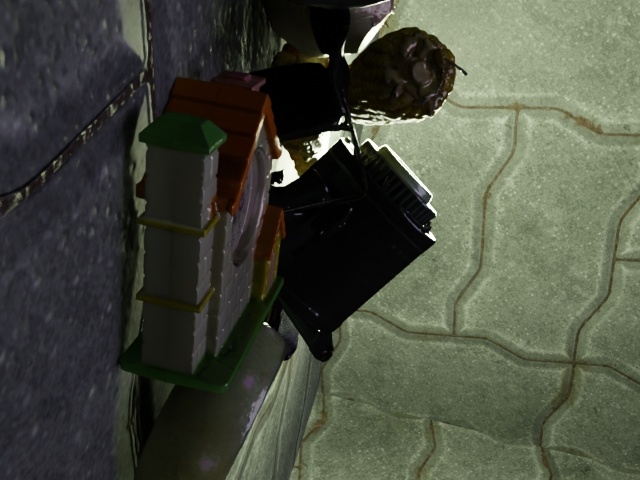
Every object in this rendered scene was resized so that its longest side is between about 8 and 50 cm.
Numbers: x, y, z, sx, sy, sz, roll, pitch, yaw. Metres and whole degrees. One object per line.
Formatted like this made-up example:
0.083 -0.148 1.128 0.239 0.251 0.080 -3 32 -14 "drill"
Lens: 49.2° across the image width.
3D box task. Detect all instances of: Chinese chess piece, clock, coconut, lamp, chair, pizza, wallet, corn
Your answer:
-0.119 0.193 0.794 0.238 0.092 0.238 25 90 -90 "Chinese chess piece"
-0.099 -0.024 0.682 0.220 0.106 0.255 -65 166 -62 "clock"
0.014 -0.304 0.859 0.183 0.170 0.171 -79 177 -51 "coconut"
0.036 -0.009 1.022 0.272 0.205 0.374 -32 152 -6 "lamp"
-0.030 -0.157 0.789 0.221 0.145 0.140 84 -5 -51 "chair"
-0.017 -0.244 1.082 0.268 0.087 0.258 68 30 -80 "pizza"
-0.075 0.085 1.327 0.221 0.071 0.262 70 29 -70 "wallet"
0.083 -0.197 0.876 0.305 0.106 0.106 -143 -116 -78 "corn"

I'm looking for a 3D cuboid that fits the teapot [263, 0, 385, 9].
0.022 -0.367 0.657 0.305 0.223 0.285 81 15 -66 "teapot"
